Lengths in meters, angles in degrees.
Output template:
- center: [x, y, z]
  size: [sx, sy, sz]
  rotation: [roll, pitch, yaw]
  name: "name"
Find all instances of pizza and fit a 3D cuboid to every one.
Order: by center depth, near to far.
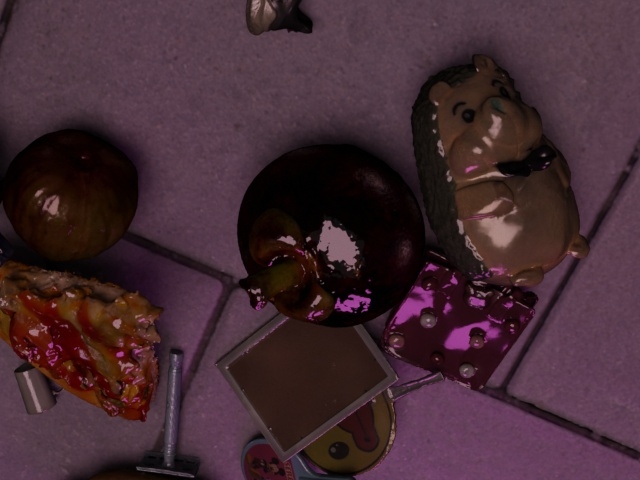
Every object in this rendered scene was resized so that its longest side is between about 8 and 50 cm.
- center: [-0.397, 0.150, 1.808]
  size: [0.440, 0.130, 0.406]
  rotation: [41, 148, -19]
  name: "pizza"

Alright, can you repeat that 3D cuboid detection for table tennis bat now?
- center: [-0.040, 0.419, 1.968]
  size: [0.244, 0.040, 0.153]
  rotation: [2, 112, 35]
  name: "table tennis bat"

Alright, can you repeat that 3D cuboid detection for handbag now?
- center: [0.223, 0.132, 1.832]
  size: [0.203, 0.074, 0.216]
  rotation: [24, 126, -6]
  name: "handbag"

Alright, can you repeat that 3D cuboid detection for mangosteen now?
- center: [0.008, -0.010, 1.715]
  size: [0.297, 0.293, 0.297]
  rotation: [-8, 74, 27]
  name: "mangosteen"

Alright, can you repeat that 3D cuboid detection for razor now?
- center: [-0.266, 0.306, 1.989]
  size: [0.106, 0.068, 0.232]
  rotation: [6, 106, 4]
  name: "razor"

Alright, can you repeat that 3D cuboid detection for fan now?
- center: [0.062, 0.280, 1.907]
  size: [0.335, 0.011, 0.230]
  rotation: [-25, 88, 25]
  name: "fan"

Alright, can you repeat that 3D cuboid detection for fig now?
- center: [-0.415, -0.018, 1.827]
  size: [0.217, 0.217, 0.321]
  rotation: [20, 129, -1]
  name: "fig"

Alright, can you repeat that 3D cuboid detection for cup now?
- center: [-0.502, 0.261, 2.000]
  size: [0.074, 0.054, 0.083]
  rotation: [-12, 106, 12]
  name: "cup"

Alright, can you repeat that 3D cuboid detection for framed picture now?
- center: [-0.025, 0.222, 1.911]
  size: [0.274, 0.017, 0.217]
  rotation: [-37, 81, 19]
  name: "framed picture"

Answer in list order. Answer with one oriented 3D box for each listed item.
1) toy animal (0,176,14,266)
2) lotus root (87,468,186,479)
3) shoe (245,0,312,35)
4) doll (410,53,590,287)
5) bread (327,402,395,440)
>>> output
- center: [-0.571, -0.094, 1.786]
  size: [0.122, 0.185, 0.298]
  rotation: [-14, 65, -7]
  name: "toy animal"
- center: [-0.327, 0.501, 2.015]
  size: [0.342, 0.151, 0.169]
  rotation: [11, 113, 2]
  name: "lotus root"
- center: [-0.044, -0.411, 1.682]
  size: [0.112, 0.099, 0.228]
  rotation: [15, 115, -6]
  name: "shoe"
- center: [0.262, -0.101, 1.687]
  size: [0.247, 0.247, 0.350]
  rotation: [-24, 93, 14]
  name: "doll"
- center: [0.069, 0.312, 1.952]
  size: [0.074, 0.053, 0.132]
  rotation: [32, 111, -1]
  name: "bread"
